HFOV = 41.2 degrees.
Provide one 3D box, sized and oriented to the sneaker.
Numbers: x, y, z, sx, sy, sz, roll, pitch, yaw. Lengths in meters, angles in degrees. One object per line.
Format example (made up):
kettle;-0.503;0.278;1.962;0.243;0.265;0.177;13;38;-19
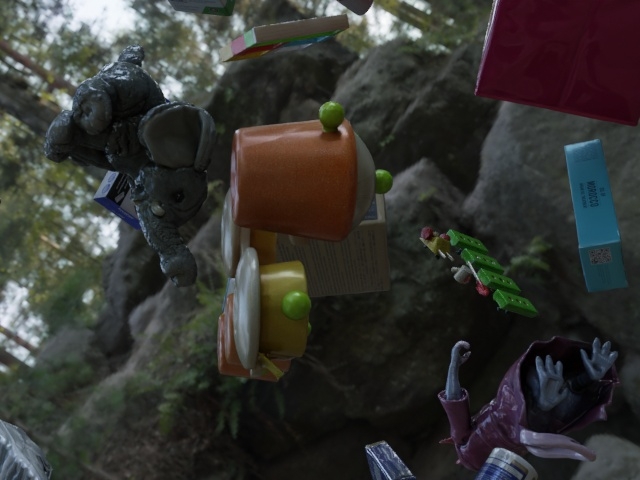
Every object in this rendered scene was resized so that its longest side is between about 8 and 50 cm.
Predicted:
sneaker;-0.471;0.387;1.389;0.105;0.281;0.115;-52;-36;11

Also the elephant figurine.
elephant figurine;-0.199;-0.095;1.045;0.186;0.239;0.169;-53;7;13

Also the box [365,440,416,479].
box;0.103;0.344;1.062;0.225;0.036;0.136;-177;74;-85

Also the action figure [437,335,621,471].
action figure;0.323;0.303;1.376;0.370;0.248;0.276;-53;22;43

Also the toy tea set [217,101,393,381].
toy tea set;-0.019;0.026;0.729;0.336;0.124;0.200;124;146;-73

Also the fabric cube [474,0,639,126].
fabric cube;0.391;-0.365;1.265;0.258;0.259;0.254;94;-170;-49

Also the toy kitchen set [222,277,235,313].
toy kitchen set;-0.179;0.079;2.162;0.207;0.166;0.122;-20;-38;-35

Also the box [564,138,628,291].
box;0.427;-0.043;1.327;0.244;0.060;0.100;-80;-27;-46

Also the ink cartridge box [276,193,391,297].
ink cartridge box;0.000;0.000;1.210;0.234;0.193;0.088;78;-171;-65

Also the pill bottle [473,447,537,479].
pill bottle;0.220;0.331;1.086;0.120;0.067;0.067;-51;-10;-21

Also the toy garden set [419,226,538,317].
toy garden set;0.326;0.070;1.825;0.204;0.244;0.049;18;-61;-39

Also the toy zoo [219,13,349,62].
toy zoo;-0.086;-0.399;1.705;0.192;0.030;0.293;-14;7;-21

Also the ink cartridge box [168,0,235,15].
ink cartridge box;-0.295;-0.606;1.949;0.208;0.153;0.087;51;-129;-72

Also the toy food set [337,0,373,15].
toy food set;0.076;-0.423;1.251;0.232;0.104;0.111;-21;54;45

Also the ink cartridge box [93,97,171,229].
ink cartridge box;-0.284;-0.130;1.414;0.046;0.097;0.207;-4;56;46
